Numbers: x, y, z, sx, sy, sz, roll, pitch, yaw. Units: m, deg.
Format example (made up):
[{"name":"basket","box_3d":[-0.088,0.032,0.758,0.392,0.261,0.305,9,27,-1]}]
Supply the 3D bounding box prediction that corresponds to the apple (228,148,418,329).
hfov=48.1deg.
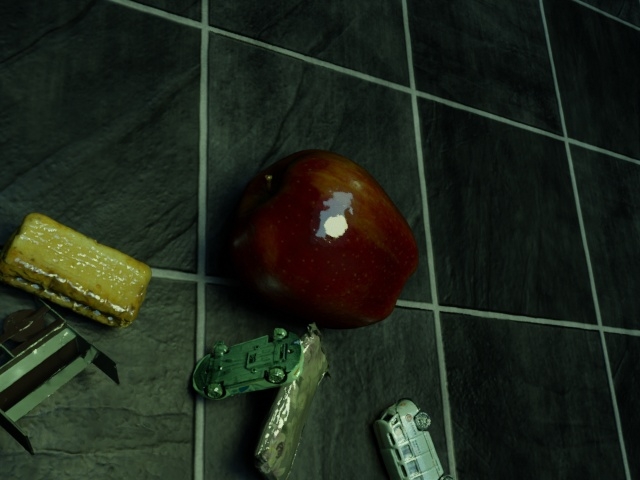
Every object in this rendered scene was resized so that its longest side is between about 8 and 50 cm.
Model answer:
[{"name":"apple","box_3d":[0.000,0.000,1.171,0.317,0.288,0.288,37,55,-30]}]

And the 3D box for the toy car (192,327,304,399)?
[{"name":"toy car","box_3d":[-0.108,0.194,1.099,0.093,0.186,0.058,-89,154,-44]}]

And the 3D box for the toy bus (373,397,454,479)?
[{"name":"toy bus","box_3d":[0.156,0.375,1.241,0.089,0.087,0.194,-16,82,-26]}]

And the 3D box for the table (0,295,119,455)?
[{"name":"table","box_3d":[-0.390,0.176,0.973,0.175,0.062,0.146,33,50,21]}]

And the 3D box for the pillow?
[{"name":"pillow","box_3d":[-0.049,0.259,1.136,0.059,0.169,0.255,12,57,16]}]

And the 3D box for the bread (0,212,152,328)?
[{"name":"bread","box_3d":[-0.351,0.048,1.036,0.211,0.083,0.114,28,45,-19]}]
